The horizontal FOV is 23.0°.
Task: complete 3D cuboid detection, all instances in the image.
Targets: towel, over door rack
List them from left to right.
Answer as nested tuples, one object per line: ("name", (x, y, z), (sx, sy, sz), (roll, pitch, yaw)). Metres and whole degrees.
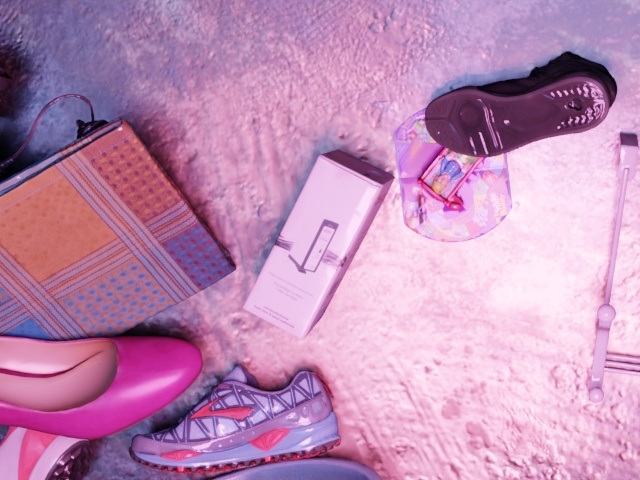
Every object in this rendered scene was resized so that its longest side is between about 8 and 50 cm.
("towel", (-0.324, 0.031, 1.894), (0.370, 0.040, 0.271), (-29, 127, 8))
("over door rack", (0.444, 0.047, 1.823), (0.239, 0.108, 0.324), (7, 98, 6))

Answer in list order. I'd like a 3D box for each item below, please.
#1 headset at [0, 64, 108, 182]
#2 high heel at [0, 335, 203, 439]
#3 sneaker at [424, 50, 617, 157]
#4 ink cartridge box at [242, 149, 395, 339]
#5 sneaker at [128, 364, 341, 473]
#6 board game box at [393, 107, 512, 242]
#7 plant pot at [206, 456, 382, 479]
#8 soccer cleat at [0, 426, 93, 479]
("headset", (-0.432, -0.131, 1.911), (0.394, 0.185, 0.243), (1, 87, 20))
("high heel", (-0.337, 0.152, 1.866), (0.377, 0.127, 0.181), (-16, 138, 2))
("sneaker", (0.240, -0.159, 1.832), (0.227, 0.130, 0.087), (-11, 102, 28))
("ink cartridge box", (0.000, 0.000, 1.852), (0.086, 0.148, 0.203), (27, 99, 5))
("sneaker", (-0.109, 0.218, 1.936), (0.262, 0.104, 0.125), (-9, 79, 4))
("board game box", (0.158, -0.079, 1.880), (0.133, 0.033, 0.168), (-6, 97, 8))
("plant pot", (-0.047, 0.480, 1.846), (0.341, 0.341, 0.334), (-14, 103, 9))
("soccer cleat", (-0.411, 0.349, 1.985), (0.116, 0.108, 0.318), (38, 102, 21))
